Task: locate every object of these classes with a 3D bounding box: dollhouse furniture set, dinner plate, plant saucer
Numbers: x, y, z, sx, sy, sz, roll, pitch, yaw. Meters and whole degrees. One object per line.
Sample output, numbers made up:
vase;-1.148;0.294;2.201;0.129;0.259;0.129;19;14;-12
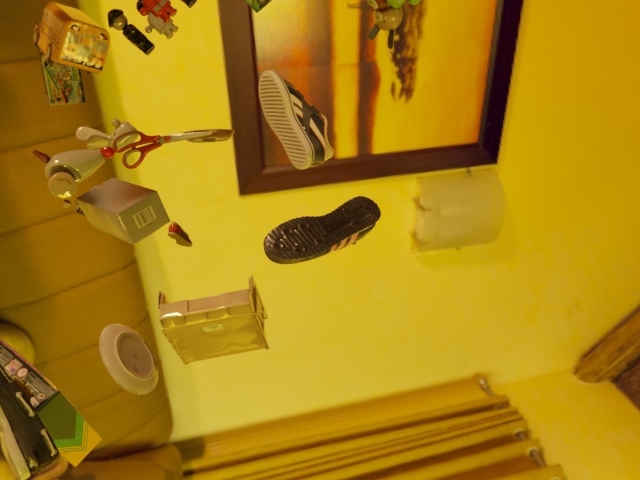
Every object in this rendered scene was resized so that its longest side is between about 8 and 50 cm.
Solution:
dollhouse furniture set;-0.769;-0.146;1.807;0.081;0.091;0.114;-54;-150;15
dinner plate;-0.335;0.207;0.994;0.141;0.017;0.141;53;14;-19
plant saucer;-0.360;-0.336;1.800;0.168;0.168;0.029;-160;-116;-76

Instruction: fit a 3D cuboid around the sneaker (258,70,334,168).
sneaker;-0.071;-0.358;1.650;0.126;0.127;0.321;-38;-107;51

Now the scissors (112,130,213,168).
scissors;-0.473;-0.307;1.657;0.021;0.297;0.109;32;36;-83

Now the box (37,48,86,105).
box;-0.838;-0.548;1.806;0.036;0.114;0.207;27;-55;50

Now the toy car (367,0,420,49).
toy car;0.185;-0.661;1.622;0.155;0.149;0.188;41;-41;31

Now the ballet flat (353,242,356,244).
ballet flat;0.105;-0.045;1.984;0.250;0.058;0.084;-88;-169;-72

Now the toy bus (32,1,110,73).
toy bus;-0.638;-0.514;1.413;0.333;0.108;0.130;41;-63;45

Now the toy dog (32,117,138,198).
toy dog;-0.762;-0.289;1.772;0.220;0.333;0.161;9;-37;45

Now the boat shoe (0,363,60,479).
boat shoe;-0.654;0.352;1.188;0.114;0.091;0.302;-24;-91;47

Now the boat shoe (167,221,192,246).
boat shoe;-0.439;-0.015;1.760;0.137;0.049;0.043;59;33;-65

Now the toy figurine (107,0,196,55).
toy figurine;-0.476;-0.659;1.579;0.213;0.148;0.209;-36;-161;42

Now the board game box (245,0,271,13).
board game box;-0.126;-0.406;0.758;0.186;0.026;0.126;42;-15;-23

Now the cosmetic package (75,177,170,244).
cosmetic package;-0.520;-0.082;1.464;0.238;0.127;0.107;16;-46;44

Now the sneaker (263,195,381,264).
sneaker;0.000;0.000;1.335;0.112;0.319;0.131;60;-31;20

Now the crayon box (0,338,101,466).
crayon box;-0.778;0.402;1.465;0.363;0.106;0.313;28;-35;23

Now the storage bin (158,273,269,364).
storage bin;-0.297;0.225;1.589;0.260;0.262;0.123;81;0;-52
